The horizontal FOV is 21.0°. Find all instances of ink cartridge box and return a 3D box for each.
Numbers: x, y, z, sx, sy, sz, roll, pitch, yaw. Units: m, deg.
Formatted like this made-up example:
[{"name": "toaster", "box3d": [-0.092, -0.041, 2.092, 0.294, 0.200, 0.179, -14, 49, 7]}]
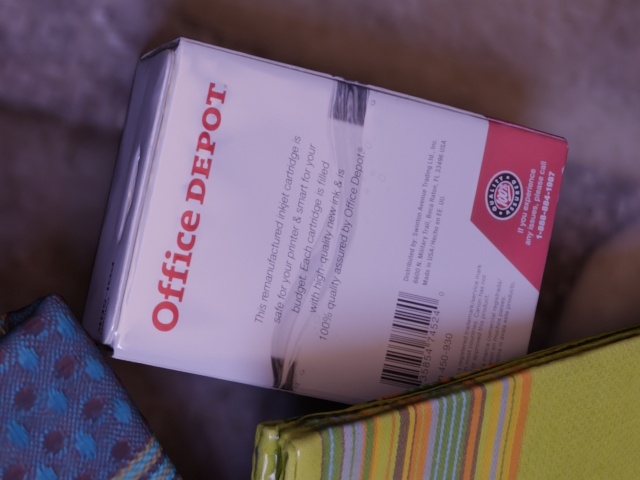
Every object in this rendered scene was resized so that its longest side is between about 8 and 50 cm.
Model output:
[{"name": "ink cartridge box", "box3d": [0.000, 0.000, 0.553, 0.135, 0.056, 0.099, 13, 87, -19]}]

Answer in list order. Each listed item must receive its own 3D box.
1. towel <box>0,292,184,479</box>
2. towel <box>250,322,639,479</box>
[{"name": "towel", "box3d": [-0.083, 0.239, 0.492, 0.271, 0.040, 0.370, -38, 108, -29]}, {"name": "towel", "box3d": [0.077, 0.075, 0.555, 0.237, 0.021, 0.102, -13, 121, -34]}]
